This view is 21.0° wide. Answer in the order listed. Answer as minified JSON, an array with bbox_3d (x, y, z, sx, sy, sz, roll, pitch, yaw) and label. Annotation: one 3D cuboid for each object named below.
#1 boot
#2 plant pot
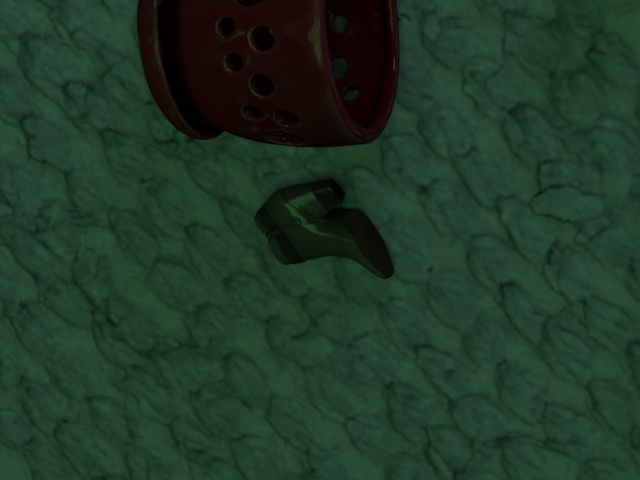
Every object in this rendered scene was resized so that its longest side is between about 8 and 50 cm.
[{"bbox_3d":[0.000,0.000,1.535,0.087,0.042,0.118,-29,100,28],"label":"boot"},{"bbox_3d":[-0.043,-0.166,1.402,0.174,0.191,0.191,-5,109,22],"label":"plant pot"}]
